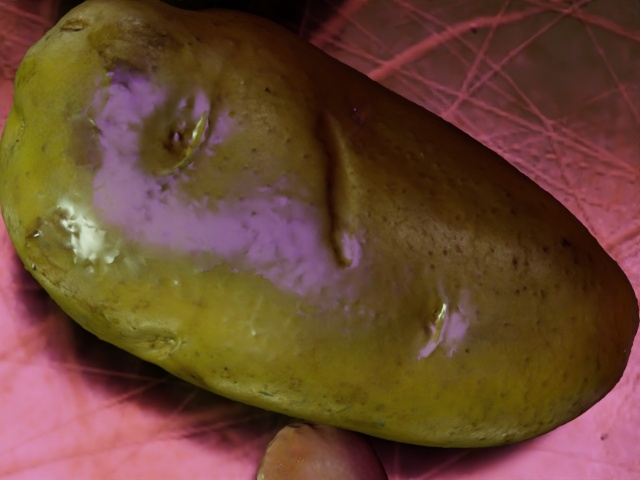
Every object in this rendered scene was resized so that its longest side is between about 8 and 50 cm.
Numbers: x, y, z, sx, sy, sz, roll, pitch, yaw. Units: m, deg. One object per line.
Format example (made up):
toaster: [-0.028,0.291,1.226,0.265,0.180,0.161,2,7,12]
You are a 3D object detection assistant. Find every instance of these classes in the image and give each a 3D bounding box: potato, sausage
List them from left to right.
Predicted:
potato: [0.000,0.000,1.081,0.369,0.195,0.176,24,114,-6]
sausage: [0.022,0.187,1.069,0.077,0.077,0.194,-20,78,-12]
